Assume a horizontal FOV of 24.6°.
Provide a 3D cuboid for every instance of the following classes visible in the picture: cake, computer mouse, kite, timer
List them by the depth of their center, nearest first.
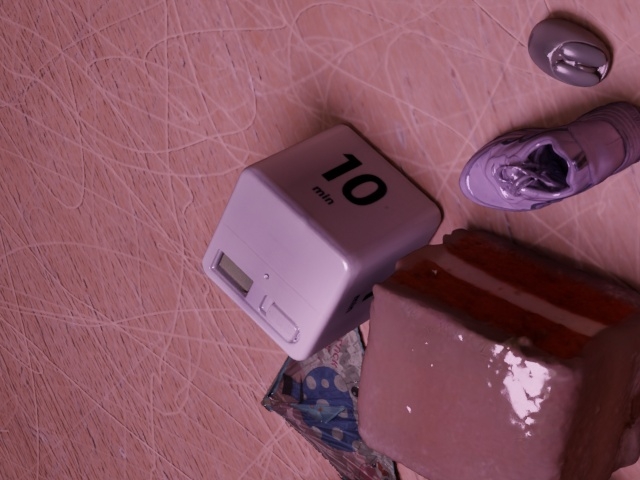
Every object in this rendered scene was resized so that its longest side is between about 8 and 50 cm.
[{"bbox_3d":[0.269,-0.204,1.610,0.096,0.039,0.066,35,130,23],"label":"computer mouse"},{"bbox_3d":[0.211,0.150,1.702,0.309,0.237,0.230,22,120,35],"label":"cake"},{"bbox_3d":[0.000,0.000,1.840,0.192,0.195,0.194,43,133,18],"label":"timer"},{"bbox_3d":[0.053,0.234,2.036,0.368,0.014,0.406,-3,107,42],"label":"kite"}]

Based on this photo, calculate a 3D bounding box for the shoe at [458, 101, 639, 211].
[{"bbox_3d":[0.236,-0.079,1.633,0.245,0.137,0.095,-18,93,45],"label":"shoe"}]
